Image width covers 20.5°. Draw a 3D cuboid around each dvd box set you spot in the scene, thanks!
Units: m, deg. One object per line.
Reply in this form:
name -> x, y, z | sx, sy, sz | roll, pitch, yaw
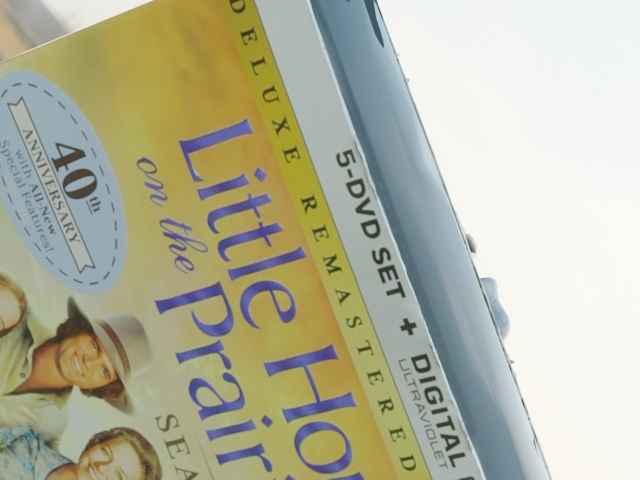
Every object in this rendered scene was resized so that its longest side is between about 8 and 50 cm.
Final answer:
dvd box set -> -0.120, 0.078, 0.781 | 0.062, 0.420, 0.308 | -32, 104, -60

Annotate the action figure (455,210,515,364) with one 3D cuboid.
action figure -> 0.000, 0.000, 1.072 | 0.285, 0.099, 0.185 | 33, -28, 20
